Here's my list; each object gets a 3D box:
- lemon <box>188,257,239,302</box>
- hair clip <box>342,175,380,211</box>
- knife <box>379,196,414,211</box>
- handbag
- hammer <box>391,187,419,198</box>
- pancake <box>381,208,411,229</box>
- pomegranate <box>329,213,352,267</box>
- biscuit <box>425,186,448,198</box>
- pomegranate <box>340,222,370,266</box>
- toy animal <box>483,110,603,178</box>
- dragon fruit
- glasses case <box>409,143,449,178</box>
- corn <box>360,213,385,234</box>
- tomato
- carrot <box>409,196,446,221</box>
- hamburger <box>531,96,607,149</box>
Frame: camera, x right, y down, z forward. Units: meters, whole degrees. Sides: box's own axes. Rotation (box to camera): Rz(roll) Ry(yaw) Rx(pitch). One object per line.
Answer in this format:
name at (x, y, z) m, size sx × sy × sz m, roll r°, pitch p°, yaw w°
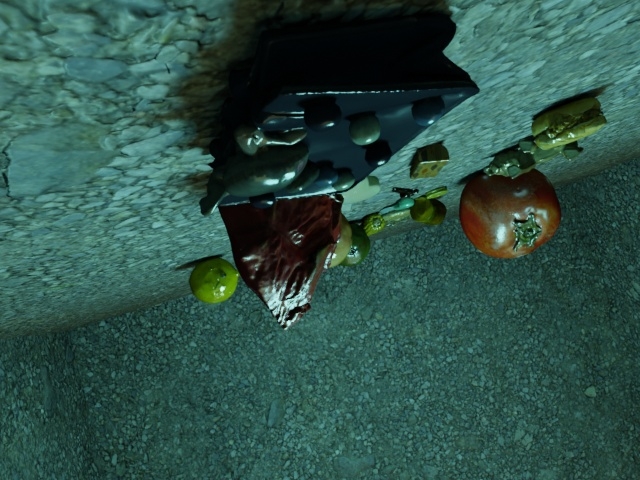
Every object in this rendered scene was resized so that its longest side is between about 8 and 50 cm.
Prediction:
lemon at (-0.399, 0.149, 1.766) m, size 0.207 × 0.173 × 0.174 m, roll -10°, pitch 179°, yaw 34°
hair clip at (0.050, -0.112, 1.085) m, size 0.159 × 0.071 × 0.218 m, roll -14°, pitch 170°, yaw -7°
knife at (0.276, -0.123, 1.824) m, size 0.063 × 0.034 × 0.260 m, roll -11°, pitch 176°, yaw -19°
handbag at (-0.012, -0.120, 0.558) m, size 0.269 × 0.118 × 0.326 m, roll -14°, pitch 172°, yaw -22°
hammer at (0.258, -0.152, 1.509) m, size 0.065 × 0.021 × 0.178 m, roll -19°, pitch 174°, yaw 28°
pancake at (0.345, -0.100, 2.143) m, size 0.283 × 0.048 × 0.282 m, roll -18°, pitch 174°, yaw -2°
pomegranate at (-0.009, -0.008, 1.317) m, size 0.192 × 0.191 × 0.191 m, roll -17°, pitch 175°, yaw -2°
biscuit at (0.431, -0.177, 1.766) m, size 0.084 × 0.023 × 0.084 m, roll -17°, pitch 173°, yaw -2°
pomegranate at (0.114, 0.007, 1.994) m, size 0.187 × 0.186 × 0.225 m, roll -17°, pitch -158°, yaw 6°
toy animal at (0.607, -0.249, 1.319) m, size 0.313 × 0.097 × 0.157 m, roll -21°, pitch -174°, yaw 20°
dragon fruit at (-0.074, 0.012, 0.938) m, size 0.303 × 0.329 × 0.240 m, roll -16°, pitch -163°, yaw -29°
glasses case at (0.247, -0.180, 1.099) m, size 0.065 × 0.041 × 0.170 m, roll -6°, pitch 176°, yaw 3°
corn at (0.212, -0.061, 1.989) m, size 0.080 × 0.080 × 0.231 m, roll -16°, pitch 174°, yaw -8°
tomato at (0.650, -0.099, 1.666) m, size 0.294 × 0.325 × 0.289 m, roll -21°, pitch -141°, yaw 3°
carrot at (0.437, -0.118, 1.930) m, size 0.114 × 0.113 × 0.302 m, roll -19°, pitch 172°, yaw 23°
hamburger at (0.536, -0.252, 1.038) m, size 0.138 × 0.082 × 0.147 m, roll -22°, pitch 175°, yaw 12°
